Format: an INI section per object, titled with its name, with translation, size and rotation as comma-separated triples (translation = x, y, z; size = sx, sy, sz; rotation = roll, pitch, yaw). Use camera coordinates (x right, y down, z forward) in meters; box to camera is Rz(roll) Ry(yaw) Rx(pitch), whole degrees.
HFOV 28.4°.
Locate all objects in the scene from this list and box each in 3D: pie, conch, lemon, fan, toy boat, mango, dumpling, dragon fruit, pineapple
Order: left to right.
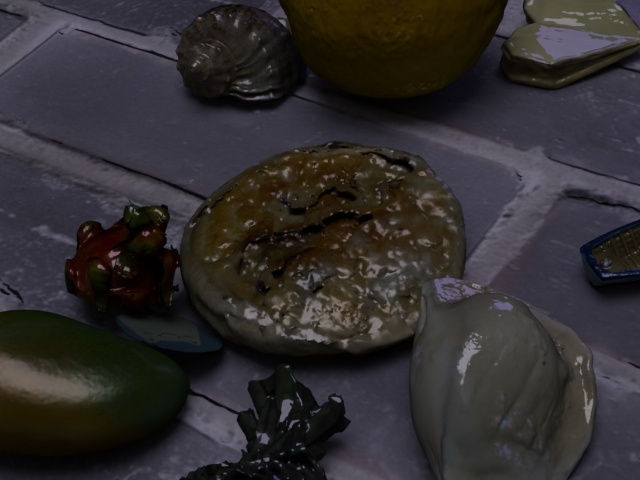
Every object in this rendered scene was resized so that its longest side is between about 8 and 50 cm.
[mango]
translation = -0.259, 0.146, 1.246
size = 0.251, 0.114, 0.156
rotation = 14, 31, 1
[dragon fruit]
translation = -0.198, 0.019, 1.346
size = 0.142, 0.175, 0.138
rotation = 40, 41, 13
[fan]
translation = -0.171, 0.084, 1.334
size = 0.113, 0.005, 0.175
rotation = 8, 14, -33
[pineapple]
translation = -0.070, 0.236, 1.109
size = 0.170, 0.141, 0.310
rotation = -16, 29, 29
[conch]
translation = -0.095, -0.242, 1.665
size = 0.155, 0.130, 0.207
rotation = 53, 39, 9
[pie]
translation = 0.000, 0.000, 1.383
size = 0.339, 0.077, 0.339
rotation = -4, 43, 4
[lemon]
translation = 0.089, -0.309, 1.568
size = 0.293, 0.293, 0.293
rotation = -4, 43, 4
[dumpling]
translation = 0.173, 0.143, 1.179
size = 0.179, 0.131, 0.252
rotation = 12, 51, -14
[toy boat]
translation = 0.389, 0.000, 1.350
size = 0.229, 0.046, 0.080
rotation = -18, 43, -11

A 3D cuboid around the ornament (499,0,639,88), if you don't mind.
[ornament]
translation = 0.338, -0.268, 1.644
size = 0.180, 0.059, 0.201
rotation = 13, 49, 20
